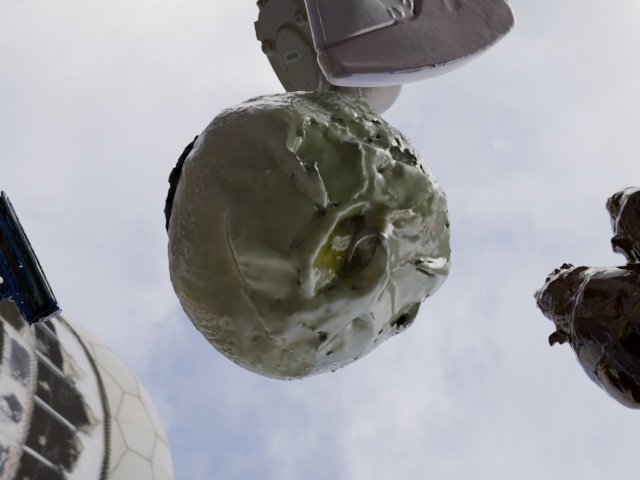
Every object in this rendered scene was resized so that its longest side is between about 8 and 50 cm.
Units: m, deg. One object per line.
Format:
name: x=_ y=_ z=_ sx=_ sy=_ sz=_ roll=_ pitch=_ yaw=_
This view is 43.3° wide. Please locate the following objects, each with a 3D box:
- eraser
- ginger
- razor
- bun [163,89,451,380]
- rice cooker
eraser: x=0.085 y=-0.223 z=0.773 sx=0.244 sy=0.059 sz=0.204 roll=2 pitch=-113 yaw=-33
ginger: x=0.380 y=0.058 z=0.790 sx=0.153 sy=0.358 sz=0.274 roll=-2 pitch=-105 yaw=-42
razor: x=-0.330 y=0.075 z=0.494 sx=0.324 sy=0.056 sz=0.093 roll=-27 pitch=-86 yaw=-28
bun: x=0.000 y=0.000 z=0.633 sx=0.239 sy=0.239 sz=0.141 roll=-38 pitch=-152 yaw=-14
rice cooker: x=0.010 y=-0.231 z=0.947 sx=0.127 sy=0.145 sz=0.206 roll=-36 pitch=-82 yaw=-37
